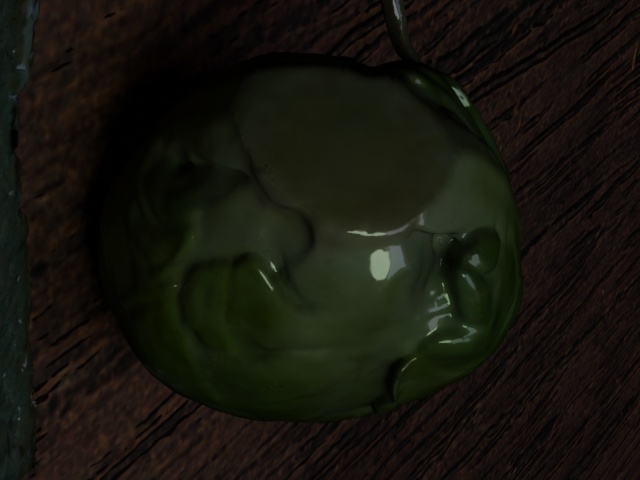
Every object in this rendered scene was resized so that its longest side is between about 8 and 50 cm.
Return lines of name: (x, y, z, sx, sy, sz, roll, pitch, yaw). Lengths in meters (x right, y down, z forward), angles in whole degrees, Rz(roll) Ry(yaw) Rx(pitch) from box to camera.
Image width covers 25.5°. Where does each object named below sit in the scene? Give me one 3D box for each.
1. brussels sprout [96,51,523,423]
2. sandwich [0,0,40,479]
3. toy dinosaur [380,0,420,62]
brussels sprout: (0.000, 0.000, 0.746, 0.244, 0.244, 0.244, -37, 138, -44)
sandwich: (-0.179, 0.007, 0.491, 0.271, 0.099, 0.301, -71, 168, -67)
toy dinosaur: (0.000, -0.241, 0.716, 0.251, 0.072, 0.200, 46, 57, -50)
